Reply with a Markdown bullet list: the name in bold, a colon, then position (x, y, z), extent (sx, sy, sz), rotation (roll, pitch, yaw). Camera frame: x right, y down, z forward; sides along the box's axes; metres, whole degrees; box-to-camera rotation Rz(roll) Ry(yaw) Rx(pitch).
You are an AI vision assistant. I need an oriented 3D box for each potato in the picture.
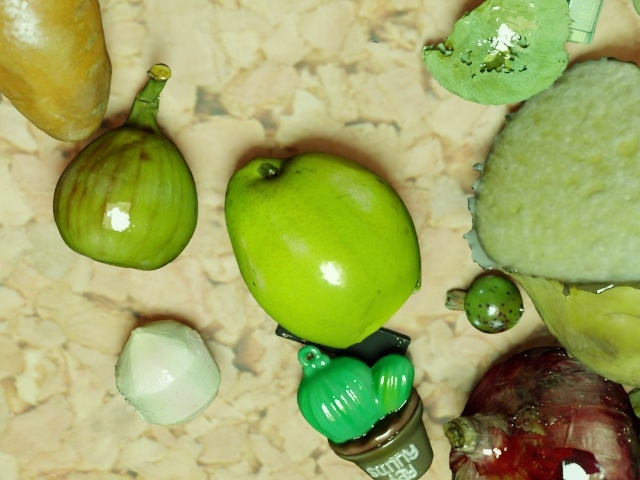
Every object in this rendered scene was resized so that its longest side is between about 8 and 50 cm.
- **potato**: position (0.324, 0.000, 1.064), extent (0.237, 0.301, 0.289), rotation (41, 72, -44)

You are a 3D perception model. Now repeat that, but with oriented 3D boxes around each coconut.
- **coconut**: position (-0.175, 0.142, 1.141), extent (0.110, 0.110, 0.124), rotation (-28, 119, 6)
- **coconut**: position (0.188, -0.192, 1.035), extent (0.133, 0.055, 0.158), rotation (33, 123, -9)

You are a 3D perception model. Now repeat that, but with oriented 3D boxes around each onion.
- **onion**: position (0.234, 0.236, 1.144), extent (0.219, 0.252, 0.252), rotation (12, 111, -21)

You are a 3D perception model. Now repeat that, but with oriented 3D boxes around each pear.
- **pear**: position (0.000, 0.000, 1.064), extent (0.187, 0.187, 0.220), rotation (-37, 92, 10)

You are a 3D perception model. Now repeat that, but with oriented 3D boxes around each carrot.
- **carrot**: position (-0.273, -0.199, 0.983), extent (0.159, 0.159, 0.225), rotation (-16, 126, 1)

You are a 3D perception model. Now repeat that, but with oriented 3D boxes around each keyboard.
- **keyboard**: position (0.027, 0.112, 1.196), extent (0.155, 0.010, 0.053), rotation (20, 110, -13)

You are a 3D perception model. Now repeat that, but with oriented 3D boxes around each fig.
- **fig**: position (-0.200, -0.064, 1.045), extent (0.142, 0.148, 0.186), rotation (-4, 78, 9)

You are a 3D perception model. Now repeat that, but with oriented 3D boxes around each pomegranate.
- **pomegranate**: position (0.186, 0.073, 1.161), extent (0.084, 0.073, 0.073), rotation (-7, 113, -2)

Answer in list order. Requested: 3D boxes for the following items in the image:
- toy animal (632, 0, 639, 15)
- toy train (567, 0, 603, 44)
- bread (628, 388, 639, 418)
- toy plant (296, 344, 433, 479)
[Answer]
- **toy animal**: position (0.371, -0.330, 1.009), extent (0.101, 0.103, 0.219), rotation (-18, 112, -18)
- **toy train**: position (0.261, -0.273, 1.042), extent (0.071, 0.038, 0.148), rotation (9, 113, -9)
- **bread**: position (0.467, 0.301, 1.252), extent (0.267, 0.130, 0.152), rotation (43, 94, -19)
- **toy plant**: position (0.054, 0.190, 1.181), extent (0.143, 0.105, 0.200), rotation (-29, 107, 17)
